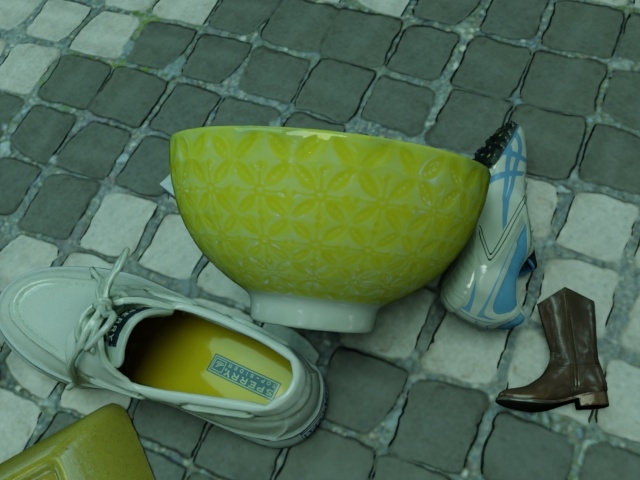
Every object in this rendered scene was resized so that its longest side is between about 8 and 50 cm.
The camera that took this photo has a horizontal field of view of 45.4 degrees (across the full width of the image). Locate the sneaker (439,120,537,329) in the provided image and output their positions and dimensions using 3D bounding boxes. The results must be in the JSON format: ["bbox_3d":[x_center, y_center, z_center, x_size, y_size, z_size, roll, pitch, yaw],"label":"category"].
[{"bbox_3d":[0.178,-0.017,0.768,0.086,0.085,0.237,26,59,-15],"label":"sneaker"}]

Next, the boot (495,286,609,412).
[{"bbox_3d":[0.210,0.100,0.716,0.107,0.037,0.114,1,66,-4],"label":"boot"}]

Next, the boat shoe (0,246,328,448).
[{"bbox_3d":[-0.176,0.091,0.723,0.367,0.156,0.135,19,68,18],"label":"boat shoe"}]

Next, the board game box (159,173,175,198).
[{"bbox_3d":[-0.120,-0.068,0.873,0.090,0.020,0.090,37,74,24],"label":"board game box"}]

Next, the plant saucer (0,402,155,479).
[{"bbox_3d":[-0.276,0.345,0.655,0.333,0.081,0.332,-29,61,-5],"label":"plant saucer"}]

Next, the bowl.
[{"bbox_3d":[0.000,0.000,0.698,0.290,0.289,0.155,6,89,13],"label":"bowl"}]
